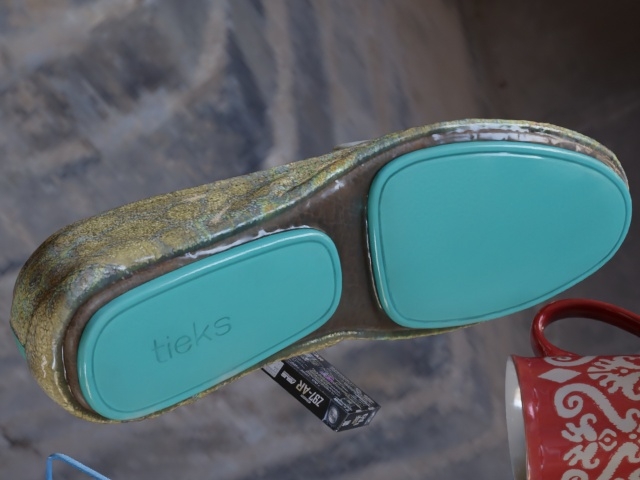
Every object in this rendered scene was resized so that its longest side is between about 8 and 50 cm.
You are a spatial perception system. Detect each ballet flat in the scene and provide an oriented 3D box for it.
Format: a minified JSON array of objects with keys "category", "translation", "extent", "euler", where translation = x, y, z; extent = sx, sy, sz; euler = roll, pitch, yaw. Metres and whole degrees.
[{"category":"ballet flat","translation":[0.000,0.000,0.945],"extent":[0.348,0.123,0.123],"euler":[-17,37,-26]}]

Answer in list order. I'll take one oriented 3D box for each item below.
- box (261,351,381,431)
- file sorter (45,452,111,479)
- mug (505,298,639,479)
[{"category":"box","translation":[-0.002,0.106,1.327],"extent":[0.083,0.067,0.018],"euler":[39,104,18]},{"category":"file sorter","translation":[-0.196,0.252,1.270],"extent":[0.118,0.104,0.170],"euler":[26,47,19]},{"category":"mug","translation":[0.224,0.115,1.307],"extent":[0.169,0.113,0.150],"euler":[-4,88,0]}]
